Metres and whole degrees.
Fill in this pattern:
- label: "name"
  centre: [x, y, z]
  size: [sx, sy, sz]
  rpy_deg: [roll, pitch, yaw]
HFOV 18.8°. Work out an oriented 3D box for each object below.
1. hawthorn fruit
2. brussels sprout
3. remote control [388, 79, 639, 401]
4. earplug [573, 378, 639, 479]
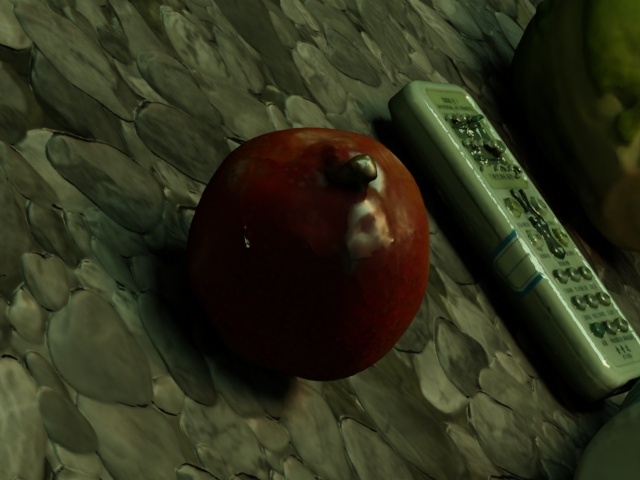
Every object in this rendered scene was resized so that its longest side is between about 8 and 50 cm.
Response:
- label: "hawthorn fruit"
  centre: [0.000, 0.000, 1.286]
  size: [0.169, 0.188, 0.169]
  rpy_deg: [19, 48, -22]
- label: "brussels sprout"
  centre: [0.358, -0.163, 2.087]
  size: [0.314, 0.276, 0.371]
  rpy_deg: [56, 27, -22]
- label: "remote control"
  centre: [0.177, -0.001, 1.759]
  size: [0.335, 0.065, 0.128]
  rpy_deg: [57, 26, 15]
- label: "earplug"
  centre: [0.324, 0.180, 1.640]
  size: [0.185, 0.185, 0.324]
  rpy_deg: [51, 18, 1]
